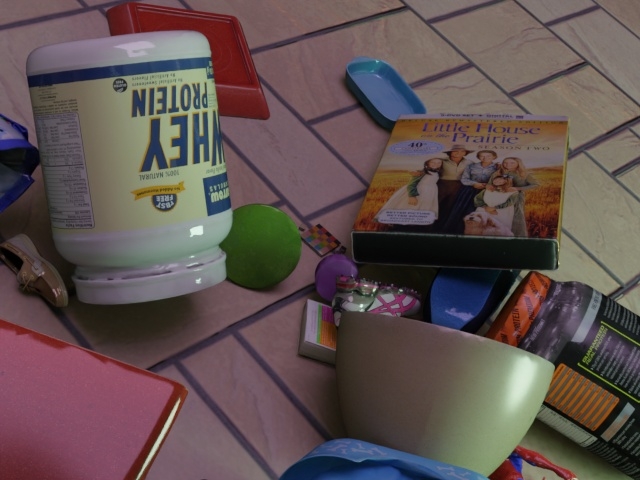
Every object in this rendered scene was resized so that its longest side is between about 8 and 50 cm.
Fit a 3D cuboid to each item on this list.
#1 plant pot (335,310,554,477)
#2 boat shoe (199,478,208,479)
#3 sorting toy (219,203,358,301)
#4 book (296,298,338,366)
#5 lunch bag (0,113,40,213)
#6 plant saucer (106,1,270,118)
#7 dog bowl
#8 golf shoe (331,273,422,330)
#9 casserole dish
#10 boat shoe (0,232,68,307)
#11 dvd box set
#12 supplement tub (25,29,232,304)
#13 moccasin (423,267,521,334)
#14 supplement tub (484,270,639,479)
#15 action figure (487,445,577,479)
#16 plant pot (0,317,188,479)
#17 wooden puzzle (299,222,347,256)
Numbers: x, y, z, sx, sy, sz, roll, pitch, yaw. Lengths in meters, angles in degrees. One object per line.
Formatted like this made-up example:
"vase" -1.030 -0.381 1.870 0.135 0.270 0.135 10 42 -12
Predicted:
"plant pot" 0.140 0.220 1.353 0.284 0.284 0.191 17 81 -11
"boat shoe" -0.164 0.375 1.141 0.109 0.089 0.258 13 44 -15
"sorting toy" -0.114 -0.016 1.567 0.366 0.127 0.126 23 14 -8
"book" 0.042 0.142 1.519 0.144 0.035 0.096 19 40 -10
"lunch bag" -0.592 -0.104 1.292 0.328 0.239 0.385 38 50 14
"plant saucer" -0.227 -0.325 1.831 0.259 0.047 0.258 3 47 -25
"dog bowl" 0.093 0.328 1.241 0.297 0.166 0.074 13 21 12
"golf shoe" 0.079 0.100 1.529 0.067 0.086 0.186 8 -2 42
"casserole dish" 0.118 -0.271 1.961 0.114 0.037 0.188 -14 57 -36
"boat shoe" -0.382 0.045 1.390 0.045 0.050 0.135 -23 52 -37
"dvd box set" 0.240 -0.091 1.691 0.308 0.062 0.420 3 32 15
"supplement tub" -0.240 -0.097 1.360 0.235 0.324 0.235 -7 9 1
"moccasin" 0.239 0.051 1.654 0.138 0.116 0.342 29 45 20
"supplement tub" 0.409 0.198 1.521 0.338 0.207 0.207 33 42 5
"action figure" 0.287 0.349 1.372 0.139 0.091 0.280 11 31 -12
"plant pot" -0.319 0.256 1.076 0.267 0.267 0.235 21 55 -7
"wooden puzzle" 0.000 0.000 1.656 0.083 0.006 0.049 42 44 16
